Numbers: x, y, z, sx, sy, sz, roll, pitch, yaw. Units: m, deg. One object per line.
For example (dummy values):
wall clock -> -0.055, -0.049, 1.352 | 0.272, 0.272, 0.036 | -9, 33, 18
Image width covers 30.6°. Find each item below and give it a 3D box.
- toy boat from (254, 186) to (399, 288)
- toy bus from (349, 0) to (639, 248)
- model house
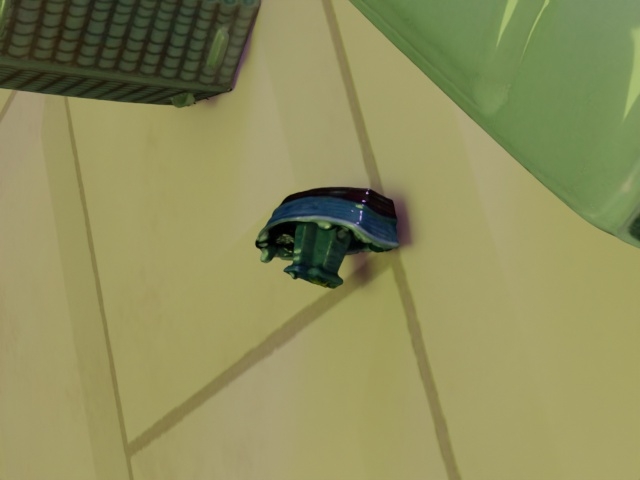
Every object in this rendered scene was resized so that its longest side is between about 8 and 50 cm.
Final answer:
toy boat -> 0.000, 0.000, 0.783 | 0.137, 0.060, 0.061 | 0, 70, 55
toy bus -> 0.119, -0.101, 0.490 | 0.271, 0.164, 0.133 | 52, 132, 44
model house -> -0.188, -0.221, 0.939 | 0.198, 0.224, 0.215 | -40, 54, 49
